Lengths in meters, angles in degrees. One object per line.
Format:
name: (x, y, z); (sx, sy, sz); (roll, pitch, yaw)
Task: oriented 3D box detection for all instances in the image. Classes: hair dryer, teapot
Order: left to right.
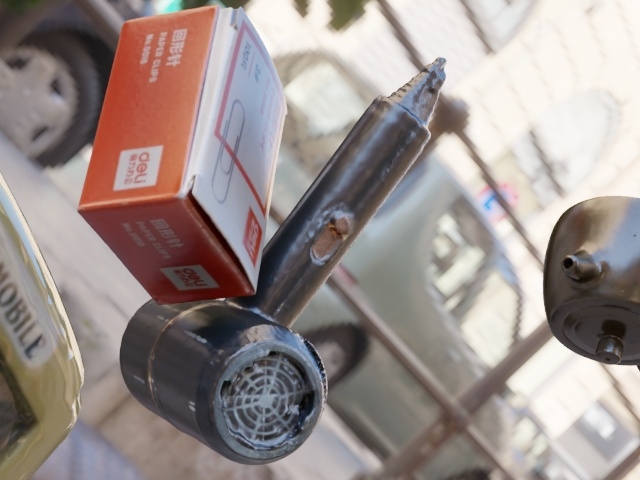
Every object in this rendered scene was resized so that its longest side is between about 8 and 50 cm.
hair dryer: (0.000, 0.000, 1.328); (0.107, 0.352, 0.189); (39, -9, -24)
teapot: (0.144, 0.031, 0.839); (0.076, 0.068, 0.121); (-6, -38, 33)

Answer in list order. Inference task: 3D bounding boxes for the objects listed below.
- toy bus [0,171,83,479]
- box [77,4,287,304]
toy bus: (-0.247, -0.019, 0.495); (0.365, 0.202, 0.177); (31, -26, 33)
box: (-0.091, -0.063, 1.285); (0.133, 0.099, 0.182); (59, 32, -48)
